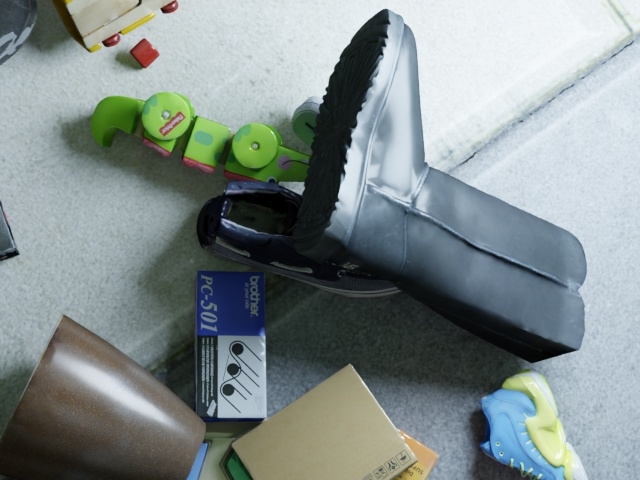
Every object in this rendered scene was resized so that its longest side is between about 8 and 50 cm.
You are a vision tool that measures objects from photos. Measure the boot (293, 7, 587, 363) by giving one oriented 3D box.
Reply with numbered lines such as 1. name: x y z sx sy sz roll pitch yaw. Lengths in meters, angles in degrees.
1. boot: 0.202 -0.066 1.465 0.445 0.146 0.367 23 73 -24

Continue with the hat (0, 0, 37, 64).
1. hat: -0.563 -0.316 1.423 0.331 0.134 0.331 10 69 -26

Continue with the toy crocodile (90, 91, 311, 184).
1. toy crocodile: -0.153 -0.136 1.484 0.341 0.115 0.105 18 96 -6

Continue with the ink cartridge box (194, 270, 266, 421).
1. ink cartridge box: -0.127 0.147 1.461 0.097 0.046 0.207 1 73 -11

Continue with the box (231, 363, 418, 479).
1. box: 0.005 0.289 1.431 0.201 0.021 0.164 -33 74 -8

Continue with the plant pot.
1. plant pot: -0.274 0.240 1.350 0.230 0.215 0.215 26 76 -10

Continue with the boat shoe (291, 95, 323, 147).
1. boat shoe: 0.059 -0.131 1.541 0.226 0.083 0.076 45 36 -14

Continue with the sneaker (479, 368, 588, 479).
1. sneaker: 0.305 0.313 1.522 0.126 0.091 0.240 -23 86 5

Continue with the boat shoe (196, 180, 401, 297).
1. boat shoe: 0.000 0.000 1.466 0.341 0.158 0.127 8 79 -9

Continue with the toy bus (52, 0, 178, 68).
1. toy bus: -0.287 -0.361 1.501 0.202 0.104 0.191 10 110 -40

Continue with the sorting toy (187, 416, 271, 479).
1. sorting toy: -0.145 0.347 1.440 0.193 0.038 0.208 2 80 -11

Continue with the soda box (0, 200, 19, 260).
1. soda box: -0.469 -0.052 1.437 0.060 0.053 0.168 -20 84 -14

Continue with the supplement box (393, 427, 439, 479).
1. supplement box: 0.069 0.378 1.457 0.078 0.080 0.233 33 78 -2
